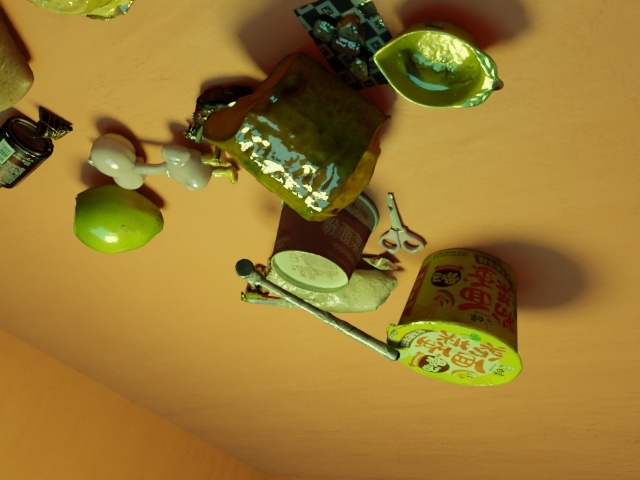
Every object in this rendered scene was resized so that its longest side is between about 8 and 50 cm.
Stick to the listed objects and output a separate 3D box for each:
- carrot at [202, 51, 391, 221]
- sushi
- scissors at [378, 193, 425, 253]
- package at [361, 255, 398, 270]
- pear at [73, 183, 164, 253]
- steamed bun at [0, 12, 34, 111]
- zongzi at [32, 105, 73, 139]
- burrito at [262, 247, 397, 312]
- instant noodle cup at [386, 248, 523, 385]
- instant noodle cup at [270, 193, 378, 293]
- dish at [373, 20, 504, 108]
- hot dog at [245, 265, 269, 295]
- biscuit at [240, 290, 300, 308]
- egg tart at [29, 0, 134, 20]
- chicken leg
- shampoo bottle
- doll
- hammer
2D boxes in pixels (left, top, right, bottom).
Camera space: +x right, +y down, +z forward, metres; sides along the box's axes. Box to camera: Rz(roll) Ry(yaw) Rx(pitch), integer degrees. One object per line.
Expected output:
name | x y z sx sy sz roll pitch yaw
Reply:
carrot | -0.013 -0.174 1.227 0.340 0.242 0.241 34 145 -20
sushi | 0.056 -0.320 1.162 0.139 0.031 0.201 -8 140 35
scissors | 0.172 -0.033 1.556 0.110 0.021 0.212 3 146 19
package | 0.142 0.056 1.700 0.083 0.029 0.059 1 153 44
pear | -0.509 -0.050 1.740 0.219 0.188 0.187 8 152 -20
steamed bun | -0.748 -0.342 1.343 0.301 0.199 0.252 4 139 5
zongzi | -0.623 -0.270 1.577 0.067 0.074 0.083 -10 178 37
burrito | 0.018 0.113 1.749 0.331 0.135 0.190 19 150 -3
instant noodle cup | 0.323 0.173 1.605 0.311 0.222 0.311 13 147 8
instant noodle cup | 0.000 0.000 1.544 0.234 0.179 0.235 12 149 8
dish | 0.192 -0.290 1.095 0.207 0.080 0.149 16 145 6
hot dog | -0.172 0.127 1.953 0.071 0.045 0.165 19 149 -5
biscuit | -0.082 0.176 1.951 0.291 0.026 0.048 7 157 -8
egg tart | -0.428 -0.462 1.120 0.288 0.119 0.288 11 151 6
chicken leg | -0.203 -0.255 1.382 0.253 0.051 0.106 -10 144 42
shampoo bottle | -0.779 -0.202 1.722 0.129 0.084 0.323 39 144 -24
doll | -0.373 -0.169 1.557 0.364 0.094 0.160 8 157 19
hammer | -0.008 0.166 1.582 0.426 0.044 0.152 29 170 8
